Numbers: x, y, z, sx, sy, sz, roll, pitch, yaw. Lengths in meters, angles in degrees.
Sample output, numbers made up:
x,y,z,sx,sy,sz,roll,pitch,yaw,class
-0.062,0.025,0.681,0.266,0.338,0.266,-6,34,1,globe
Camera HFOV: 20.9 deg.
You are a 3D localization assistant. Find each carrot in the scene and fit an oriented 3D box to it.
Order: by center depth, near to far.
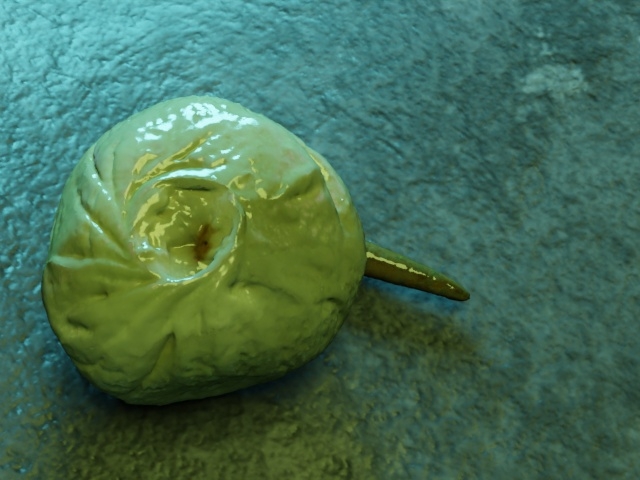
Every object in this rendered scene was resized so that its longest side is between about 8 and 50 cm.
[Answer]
x,y,z,sx,sy,sz,roll,pitch,yaw,class
0.000,0.000,1.376,0.254,0.049,0.049,21,56,-1,carrot

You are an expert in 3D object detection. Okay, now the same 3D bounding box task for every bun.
x,y,z,sx,sy,sz,roll,pitch,yaw,class
-0.079,0.010,1.265,0.243,0.153,0.244,2,81,-11,bun
